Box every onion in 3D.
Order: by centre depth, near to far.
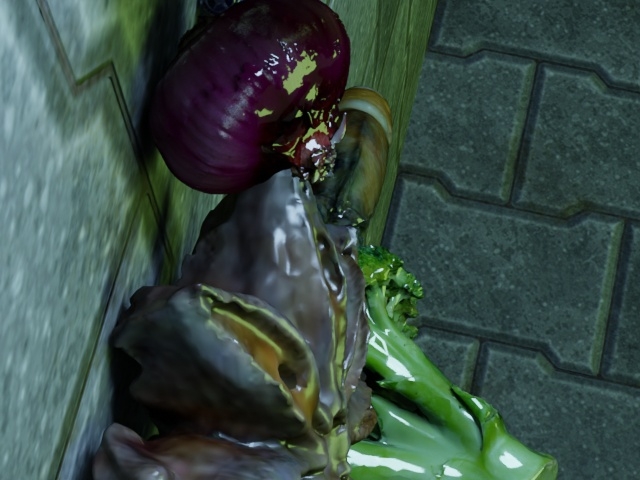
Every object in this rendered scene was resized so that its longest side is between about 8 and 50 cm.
[{"bbox_3d":[-0.028,-0.069,0.731,0.115,0.104,0.115,-39,162,-15],"label":"onion"}]

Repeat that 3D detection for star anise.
[{"bbox_3d":[-0.043,0.114,0.837,0.332,0.118,0.331,2,90,-76],"label":"star anise"}]

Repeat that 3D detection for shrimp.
[{"bbox_3d":[0.000,0.000,1.417,0.445,0.085,0.272,-75,-179,-72],"label":"shrimp"}]

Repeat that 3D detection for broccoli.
[{"bbox_3d":[0.039,0.144,1.082,0.269,0.269,0.254,61,52,-82],"label":"broccoli"}]

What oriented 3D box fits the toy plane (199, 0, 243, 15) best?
[{"bbox_3d":[-0.031,-0.148,0.807,0.054,0.062,0.167,0,91,-84],"label":"toy plane"}]
